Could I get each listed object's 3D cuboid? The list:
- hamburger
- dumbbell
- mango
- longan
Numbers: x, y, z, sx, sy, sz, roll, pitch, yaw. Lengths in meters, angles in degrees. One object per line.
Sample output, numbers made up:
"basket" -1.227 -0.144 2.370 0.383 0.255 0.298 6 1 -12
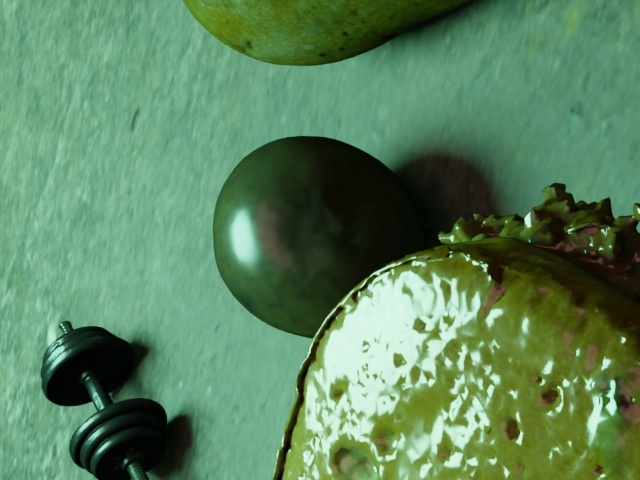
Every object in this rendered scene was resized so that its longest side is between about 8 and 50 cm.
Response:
"hamburger" 0.152 0.112 1.354 0.445 0.268 0.287 -28 68 45
"dumbbell" -0.208 0.157 1.845 0.099 0.099 0.208 -52 51 29
"mango" 0.017 -0.238 1.595 0.329 0.176 0.176 -1 90 48
"longan" 0.000 0.000 1.600 0.187 0.167 0.167 35 110 32
